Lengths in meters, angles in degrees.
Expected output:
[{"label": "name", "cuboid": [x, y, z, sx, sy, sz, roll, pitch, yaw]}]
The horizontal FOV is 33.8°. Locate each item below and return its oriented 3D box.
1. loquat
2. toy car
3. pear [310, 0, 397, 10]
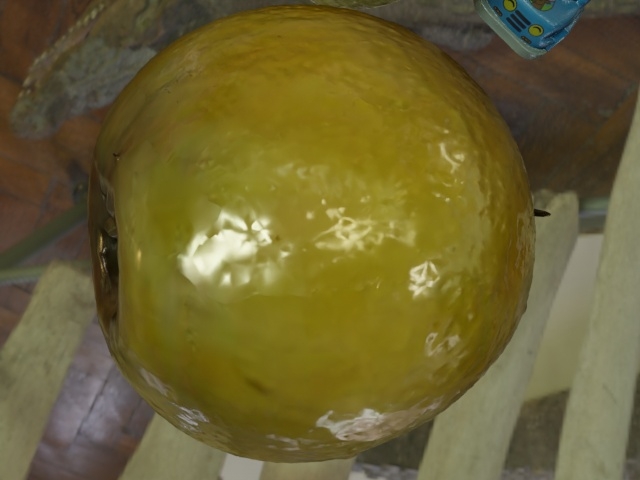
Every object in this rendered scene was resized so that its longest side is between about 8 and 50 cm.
[{"label": "loquat", "cuboid": [0.000, 0.000, 0.611, 0.275, 0.275, 0.275, 8, 135, 8]}, {"label": "toy car", "cuboid": [0.245, -0.282, 1.075, 0.097, 0.191, 0.100, 42, 151, -9]}, {"label": "pear", "cuboid": [0.040, -0.322, 0.940, 0.228, 0.188, 0.211, -19, 139, 10]}]
